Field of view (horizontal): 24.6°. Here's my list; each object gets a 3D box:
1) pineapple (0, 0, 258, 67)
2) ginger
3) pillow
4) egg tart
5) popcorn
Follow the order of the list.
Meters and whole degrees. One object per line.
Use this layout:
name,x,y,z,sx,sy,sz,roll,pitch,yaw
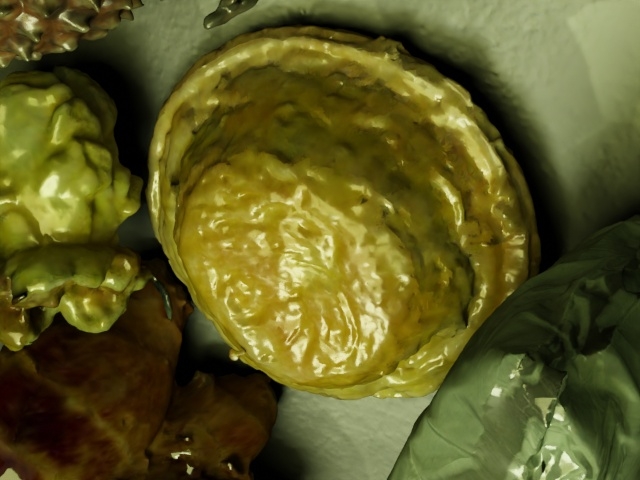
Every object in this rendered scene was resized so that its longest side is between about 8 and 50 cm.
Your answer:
pineapple,-0.140,-0.213,0.991,0.361,0.175,0.175,-9,112,18
ginger,-0.167,0.195,1.157,0.274,0.152,0.358,-4,77,-1
pillow,0.150,0.128,0.969,0.138,0.283,0.310,35,130,17
egg tart,0.000,0.000,1.052,0.319,0.128,0.319,10,118,20
popcorn,-0.203,-0.031,1.100,0.168,0.173,0.195,-40,60,28
